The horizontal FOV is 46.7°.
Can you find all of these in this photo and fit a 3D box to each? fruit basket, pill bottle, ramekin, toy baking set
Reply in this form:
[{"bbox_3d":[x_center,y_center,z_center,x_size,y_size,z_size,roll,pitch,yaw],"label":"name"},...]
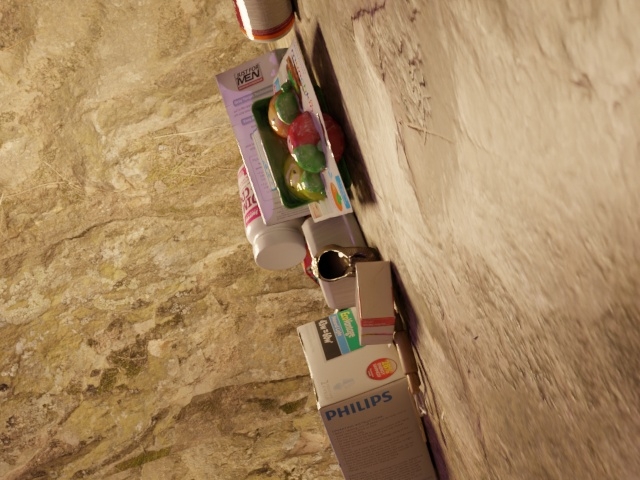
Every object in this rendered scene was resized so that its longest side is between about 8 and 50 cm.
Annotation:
[{"bbox_3d":[-0.037,-0.194,1.456,0.353,0.165,0.327,-171,62,-84],"label":"fruit basket"},{"bbox_3d":[-0.125,-0.075,1.962,0.160,0.160,0.283,75,-178,-58],"label":"pill bottle"},{"bbox_3d":[-0.123,-0.507,1.463,0.221,0.121,0.121,75,176,-61],"label":"pill bottle"},{"bbox_3d":[0.045,0.045,1.815,0.273,0.127,0.273,161,90,-88],"label":"ramekin"},{"bbox_3d":[0.185,0.264,1.486,0.197,0.030,0.256,63,-168,-60],"label":"toy baking set"}]

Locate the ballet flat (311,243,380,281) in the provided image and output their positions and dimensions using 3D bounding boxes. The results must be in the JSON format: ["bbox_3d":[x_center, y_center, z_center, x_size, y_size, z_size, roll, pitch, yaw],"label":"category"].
[{"bbox_3d":[0.039,0.052,1.587,0.250,0.058,0.084,-5,100,60],"label":"ballet flat"}]

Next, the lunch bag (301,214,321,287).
[{"bbox_3d":[0.000,0.000,2.139,0.293,0.120,0.258,49,-161,-59],"label":"lunch bag"}]

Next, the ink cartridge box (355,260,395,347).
[{"bbox_3d":[0.103,0.130,1.423,0.198,0.067,0.115,83,-177,-64],"label":"ink cartridge box"}]

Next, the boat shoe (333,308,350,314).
[{"bbox_3d":[0.085,0.216,2.136,0.277,0.098,0.096,-82,-22,-52],"label":"boat shoe"}]

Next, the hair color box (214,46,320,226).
[{"bbox_3d":[-0.090,-0.239,1.730,0.113,0.185,0.375,-29,-78,-56],"label":"hair color box"}]

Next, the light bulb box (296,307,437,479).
[{"bbox_3d":[0.115,0.415,1.894,0.358,0.225,0.361,-112,3,-63],"label":"light bulb box"}]
